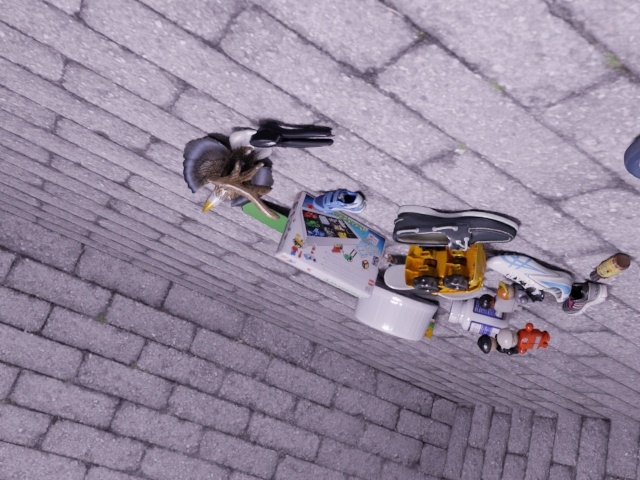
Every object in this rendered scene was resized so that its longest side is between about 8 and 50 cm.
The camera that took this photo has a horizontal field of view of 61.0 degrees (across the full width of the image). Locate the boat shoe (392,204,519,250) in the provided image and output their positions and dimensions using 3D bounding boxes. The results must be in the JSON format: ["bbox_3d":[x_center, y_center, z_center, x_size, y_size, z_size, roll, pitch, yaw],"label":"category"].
[{"bbox_3d":[0.327,-0.016,1.340,0.302,0.091,0.114,6,156,30],"label":"boat shoe"}]

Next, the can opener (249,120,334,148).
[{"bbox_3d":[-0.061,-0.223,1.194,0.186,0.073,0.059,4,149,12],"label":"can opener"}]

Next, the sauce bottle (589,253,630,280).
[{"bbox_3d":[0.699,0.070,1.320,0.042,0.042,0.128,17,157,3],"label":"sauce bottle"}]

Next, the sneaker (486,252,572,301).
[{"bbox_3d":[0.555,0.097,1.449,0.237,0.086,0.085,19,161,1],"label":"sneaker"}]

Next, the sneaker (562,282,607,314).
[{"bbox_3d":[0.710,0.156,1.502,0.075,0.063,0.170,19,155,-2],"label":"sneaker"}]

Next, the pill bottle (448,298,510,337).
[{"bbox_3d":[0.533,0.257,1.832,0.187,0.112,0.112,14,159,12],"label":"pill bottle"}]

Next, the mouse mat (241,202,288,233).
[{"bbox_3d":[-0.164,-0.075,1.673,0.190,0.007,0.152,30,160,6],"label":"mouse mat"}]

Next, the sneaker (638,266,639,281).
[{"bbox_3d":[0.816,0.142,1.126,0.130,0.236,0.323,28,157,-24],"label":"sneaker"}]

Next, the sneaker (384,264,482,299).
[{"bbox_3d":[0.348,0.126,1.698,0.296,0.104,0.147,6,174,8],"label":"sneaker"}]

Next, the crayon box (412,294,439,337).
[{"bbox_3d":[0.352,0.300,2.137,0.202,0.081,0.318,12,159,14],"label":"crayon box"}]

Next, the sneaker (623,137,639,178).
[{"bbox_3d":[0.607,-0.117,0.795,0.112,0.131,0.319,30,157,-29],"label":"sneaker"}]

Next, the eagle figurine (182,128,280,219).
[{"bbox_3d":[-0.231,-0.159,1.379,0.298,0.225,0.226,-135,27,-69],"label":"eagle figurine"}]

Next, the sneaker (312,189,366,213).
[{"bbox_3d":[0.045,-0.105,1.411,0.144,0.053,0.059,1,156,18],"label":"sneaker"}]

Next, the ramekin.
[{"bbox_3d":[0.251,0.240,1.867,0.277,0.135,0.277,20,-179,-1],"label":"ramekin"}]

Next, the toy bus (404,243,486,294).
[{"bbox_3d":[0.375,0.086,1.490,0.211,0.149,0.220,29,156,-38],"label":"toy bus"}]

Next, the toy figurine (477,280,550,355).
[{"bbox_3d":[0.558,0.233,1.609,0.148,0.209,0.213,3,164,-6],"label":"toy figurine"}]

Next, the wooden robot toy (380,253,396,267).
[{"bbox_3d":[0.152,0.048,1.698,0.173,0.079,0.076,-10,-160,-6],"label":"wooden robot toy"}]

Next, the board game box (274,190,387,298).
[{"bbox_3d":[0.037,0.017,1.524,0.305,0.193,0.053,28,157,-24],"label":"board game box"}]
